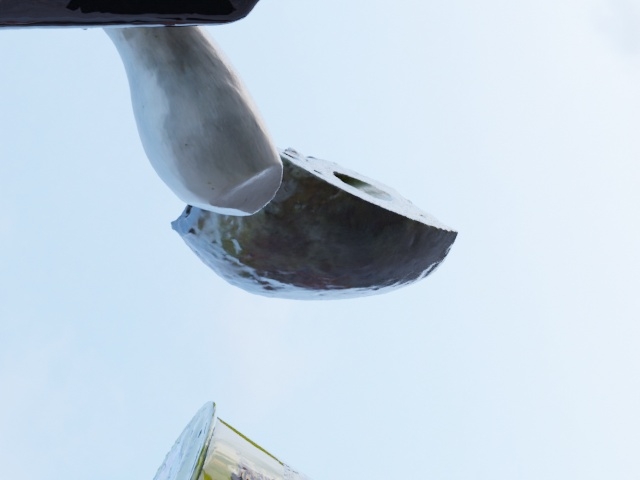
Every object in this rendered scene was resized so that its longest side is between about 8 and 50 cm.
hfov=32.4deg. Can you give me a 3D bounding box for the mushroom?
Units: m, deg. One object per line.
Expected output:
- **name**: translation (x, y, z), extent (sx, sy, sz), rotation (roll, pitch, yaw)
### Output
- **mushroom**: translation (-0.100, -0.108, 0.809), extent (0.088, 0.097, 0.212), rotation (-31, -66, -22)

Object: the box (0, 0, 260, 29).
- **box**: translation (-0.159, -0.251, 0.568), extent (0.289, 0.073, 0.290), rotation (-3, -56, -8)

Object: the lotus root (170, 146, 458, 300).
- **lotus root**: translation (0.003, 0.002, 1.215), extent (0.314, 0.142, 0.210), rotation (3, -54, -38)

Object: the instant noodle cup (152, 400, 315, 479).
- **instant noodle cup**: translation (-0.037, 0.197, 0.582), extent (0.144, 0.182, 0.182), rotation (28, -91, -9)
